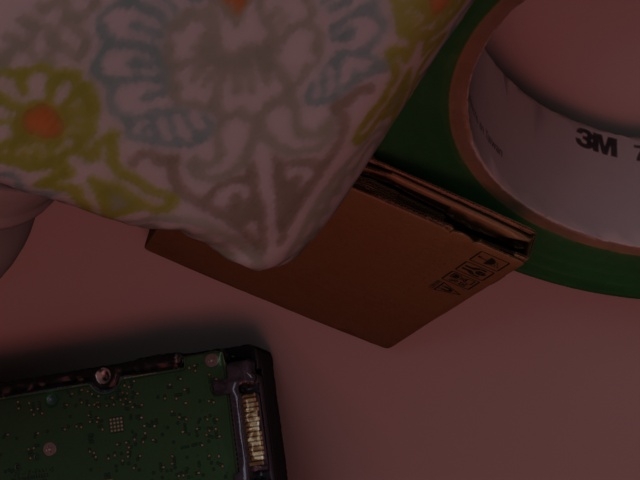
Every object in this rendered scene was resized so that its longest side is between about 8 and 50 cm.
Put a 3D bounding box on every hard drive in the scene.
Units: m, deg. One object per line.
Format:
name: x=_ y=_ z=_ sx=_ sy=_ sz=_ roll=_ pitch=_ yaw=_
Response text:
hard drive: x=-0.182 y=0.205 z=0.882 sx=0.339 sy=0.237 sz=0.064 roll=-11 pitch=169 yaw=12

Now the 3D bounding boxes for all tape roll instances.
tape roll: x=0.180 y=-0.087 z=0.649 sx=0.321 sy=0.077 sz=0.321 roll=5 pitch=146 yaw=4

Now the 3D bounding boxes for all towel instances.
towel: x=-0.073 y=-0.170 z=0.424 sx=0.374 sy=0.090 sz=0.320 roll=20 pitch=118 yaw=-35

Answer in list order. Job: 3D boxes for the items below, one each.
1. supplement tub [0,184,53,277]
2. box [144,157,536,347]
supplement tub: x=-0.282 y=-0.027 z=0.686 sx=0.316 sy=0.228 sz=0.228 roll=-33 pitch=120 yaw=26
box: x=0.000 y=0.000 z=0.756 sx=0.164 sy=0.021 sz=0.201 roll=23 pitch=159 yaw=-10
